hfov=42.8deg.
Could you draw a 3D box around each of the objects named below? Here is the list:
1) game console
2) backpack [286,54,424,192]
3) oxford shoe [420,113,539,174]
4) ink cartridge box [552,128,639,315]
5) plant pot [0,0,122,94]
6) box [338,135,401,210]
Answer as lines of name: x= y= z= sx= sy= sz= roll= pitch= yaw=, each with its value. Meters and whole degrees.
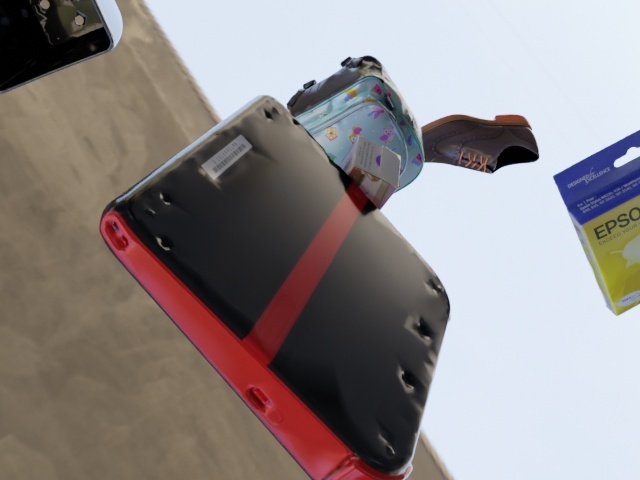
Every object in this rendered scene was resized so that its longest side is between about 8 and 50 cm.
game console: x=-0.012 y=0.034 z=0.805 sx=0.342 sy=0.060 sz=0.386 roll=46 pitch=-153 yaw=-7
backpack: x=0.059 y=-0.141 z=1.157 sx=0.188 sy=0.166 sz=0.144 roll=48 pitch=-158 yaw=-36
oxford shoe: x=0.288 y=-0.177 z=1.551 sx=0.271 sy=0.097 sz=0.098 roll=-9 pitch=-127 yaw=-10
ink cartridge box: x=0.619 y=-0.055 z=1.492 sx=0.307 sy=0.304 sz=0.072 roll=59 pitch=-175 yaw=-28
plant pot: x=-0.382 y=-0.336 z=1.134 sx=0.167 sy=0.188 sz=0.188 roll=-80 pitch=-31 yaw=-67
box: x=0.000 y=0.000 z=1.079 sx=0.063 sy=0.324 sz=0.067 roll=26 pitch=-138 yaw=-11
